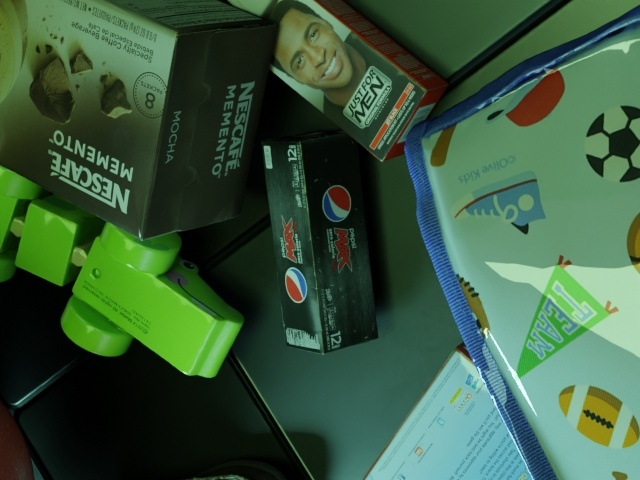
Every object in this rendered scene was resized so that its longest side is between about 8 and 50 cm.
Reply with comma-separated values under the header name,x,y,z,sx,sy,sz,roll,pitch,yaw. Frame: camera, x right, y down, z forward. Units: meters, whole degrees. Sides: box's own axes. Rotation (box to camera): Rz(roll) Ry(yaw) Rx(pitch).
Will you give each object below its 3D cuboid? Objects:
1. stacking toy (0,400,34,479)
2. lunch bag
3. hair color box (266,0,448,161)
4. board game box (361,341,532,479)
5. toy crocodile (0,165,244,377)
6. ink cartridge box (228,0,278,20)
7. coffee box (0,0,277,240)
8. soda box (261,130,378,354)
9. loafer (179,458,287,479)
name,x,y,z,sx,sy,sz,roll,pitch,yaw
stacking toy,-0.333,0.279,1.314,0.350,0.350,0.480,-25,113,31
lunch bag,0.273,0.029,0.967,0.328,0.239,0.385,-26,98,28
hair color box,0.021,-0.132,1.179,0.141,0.043,0.072,40,118,16
board game box,0.095,0.231,1.230,0.145,0.027,0.281,41,117,17
toy crocodile,-0.211,0.001,1.312,0.340,0.105,0.115,30,114,15
ink cartridge box,-0.043,-0.280,1.185,0.145,0.045,0.179,46,115,13
coffee box,-0.195,-0.138,1.229,0.297,0.119,0.168,27,116,30
soda box,0.000,0.000,1.204,0.053,0.060,0.169,6,105,52
loafer,-0.119,0.245,1.320,0.220,0.078,0.080,-16,93,31
